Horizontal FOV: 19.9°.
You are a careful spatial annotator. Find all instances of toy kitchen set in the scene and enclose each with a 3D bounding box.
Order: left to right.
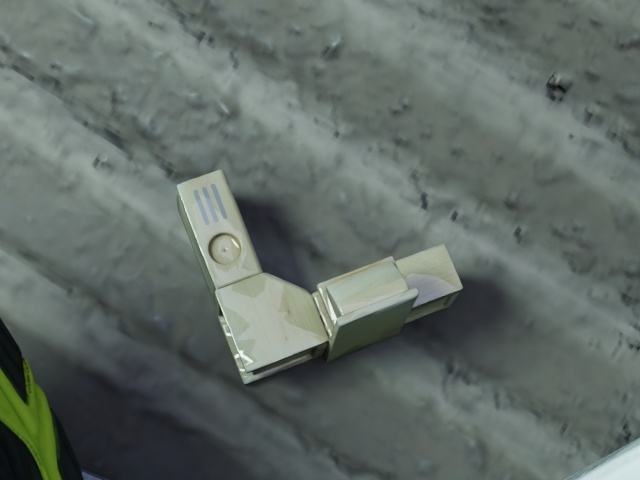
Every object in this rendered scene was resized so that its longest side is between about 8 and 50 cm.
[{"bbox_3d":[0.000,0.000,0.650,0.083,0.068,0.075,-20,79,-9],"label":"toy kitchen set"}]

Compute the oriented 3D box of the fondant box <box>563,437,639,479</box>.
[{"bbox_3d":[0.183,0.200,0.542,0.238,0.096,0.330,-35,80,26],"label":"fondant box"}]

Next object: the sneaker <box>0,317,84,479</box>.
[{"bbox_3d":[-0.107,0.171,0.523,0.147,0.145,0.385,-31,77,11],"label":"sneaker"}]

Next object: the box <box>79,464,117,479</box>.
[{"bbox_3d":[-0.156,0.162,0.604,0.270,0.060,0.216,22,76,2],"label":"box"}]
